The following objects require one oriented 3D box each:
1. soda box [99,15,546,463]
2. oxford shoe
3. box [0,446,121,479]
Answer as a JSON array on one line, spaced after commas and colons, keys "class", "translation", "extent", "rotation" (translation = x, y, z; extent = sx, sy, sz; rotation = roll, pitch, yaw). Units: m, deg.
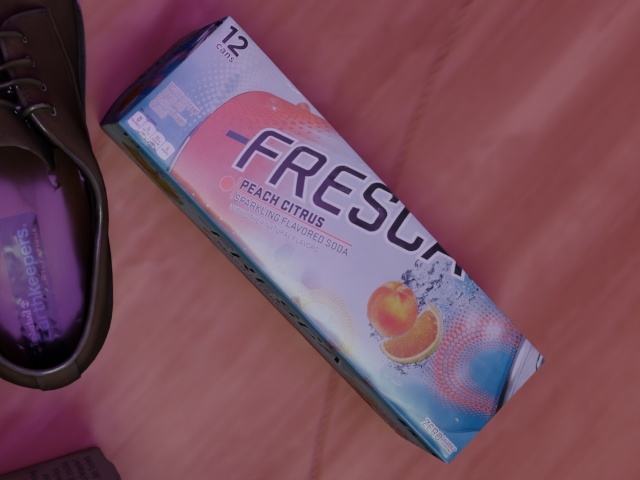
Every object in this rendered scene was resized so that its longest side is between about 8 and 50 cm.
[{"class": "soda box", "translation": [0.000, 0.000, 0.567], "extent": [0.058, 0.063, 0.183], "rotation": [-46, 104, -8]}, {"class": "oxford shoe", "translation": [-0.115, -0.057, 0.516], "extent": [0.082, 0.096, 0.227], "rotation": [-19, 97, -12]}, {"class": "box", "translation": [-0.188, 0.162, 0.502], "extent": [0.275, 0.113, 0.094], "rotation": [-16, 99, -13]}]
